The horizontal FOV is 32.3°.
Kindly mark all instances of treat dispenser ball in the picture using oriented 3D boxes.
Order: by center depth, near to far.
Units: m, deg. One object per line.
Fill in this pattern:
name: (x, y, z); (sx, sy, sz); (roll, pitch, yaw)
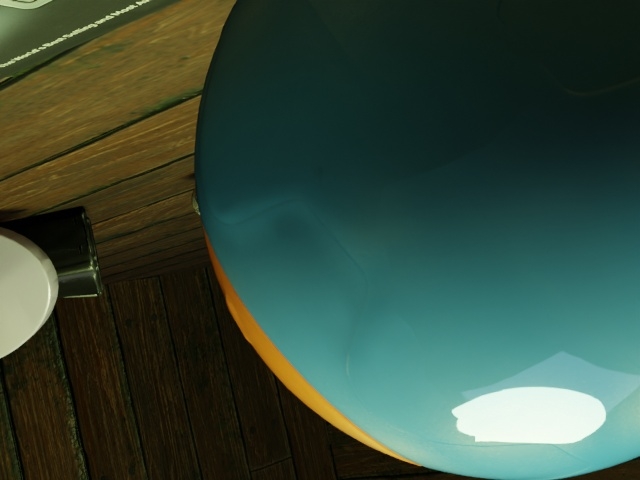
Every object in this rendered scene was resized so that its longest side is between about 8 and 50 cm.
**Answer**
treat dispenser ball: (0.085, -0.035, 0.515); (0.288, 0.288, 0.288); (-12, 177, -1)

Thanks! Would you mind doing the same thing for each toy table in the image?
toy table: (-0.454, 0.085, 1.244); (0.274, 0.252, 0.161); (-24, -169, 15)

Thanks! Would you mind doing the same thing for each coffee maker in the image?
coffee maker: (-0.373, 0.031, 1.404); (0.178, 0.120, 0.171); (-13, 176, -9)

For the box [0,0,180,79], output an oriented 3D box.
box: (-0.185, -0.092, 0.325); (0.307, 0.076, 0.242); (-14, 176, 33)

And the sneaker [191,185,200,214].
sneaker: (-0.060, -0.069, 1.381); (0.225, 0.088, 0.092); (-10, -164, -37)
